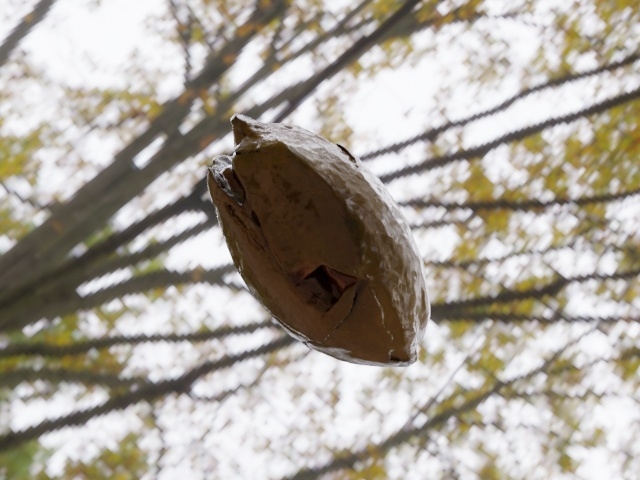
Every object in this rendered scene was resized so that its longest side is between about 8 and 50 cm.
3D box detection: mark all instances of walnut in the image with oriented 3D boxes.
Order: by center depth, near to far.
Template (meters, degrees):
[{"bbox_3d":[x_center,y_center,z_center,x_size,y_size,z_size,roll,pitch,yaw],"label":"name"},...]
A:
[{"bbox_3d":[0.000,0.000,1.424,0.245,0.137,0.137,57,-47,12],"label":"walnut"}]
